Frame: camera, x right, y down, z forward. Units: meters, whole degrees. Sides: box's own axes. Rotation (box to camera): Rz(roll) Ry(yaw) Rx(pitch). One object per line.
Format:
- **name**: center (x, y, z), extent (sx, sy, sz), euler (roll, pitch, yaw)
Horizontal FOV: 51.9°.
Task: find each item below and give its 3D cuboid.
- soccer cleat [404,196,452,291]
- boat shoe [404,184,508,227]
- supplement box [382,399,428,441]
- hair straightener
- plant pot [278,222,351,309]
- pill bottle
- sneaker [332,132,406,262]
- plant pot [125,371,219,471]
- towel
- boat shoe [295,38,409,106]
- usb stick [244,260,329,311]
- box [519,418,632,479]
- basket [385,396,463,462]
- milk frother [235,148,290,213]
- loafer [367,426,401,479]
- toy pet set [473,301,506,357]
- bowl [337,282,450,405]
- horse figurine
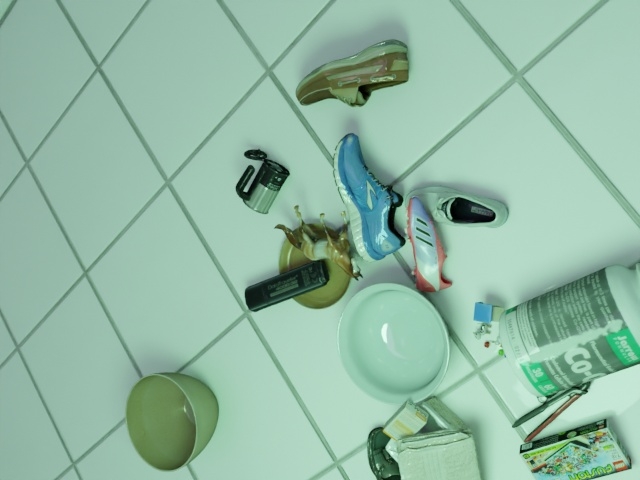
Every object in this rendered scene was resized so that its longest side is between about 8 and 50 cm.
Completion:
- **soccer cleat**: center (0.260, 0.010, 1.594), extent (0.095, 0.083, 0.248), euler (-6, 109, 13)
- **boat shoe**: center (0.314, -0.083, 1.575), extent (0.258, 0.084, 0.095), euler (7, 96, 30)
- **supplement box**: center (0.202, 0.432, 1.561), extent (0.062, 0.036, 0.098), euler (37, 119, 1)
- **hair straightener**: center (0.518, 0.360, 1.497), extent (0.089, 0.047, 0.230), euler (49, 120, 20)
- **plant pot**: center (-0.010, 0.070, 1.806), extent (0.236, 0.032, 0.236), euler (1, 93, 31)
- **pill bottle**: center (0.576, 0.174, 1.365), extent (0.361, 0.204, 0.204), euler (-30, 78, 29)
- **sneaker**: center (0.135, -0.118, 1.673), extent (0.147, 0.130, 0.330), euler (-18, 90, 20)
- **plant pot**: center (-0.416, 0.523, 1.979), extent (0.284, 0.191, 0.284), euler (1, 93, 31)
- **towel**: center (0.290, 0.571, 1.558), extent (0.187, 0.049, 0.282), euler (-13, 112, 8)
- **boat shoe**: center (0.078, -0.400, 1.680), extent (0.324, 0.123, 0.116), euler (-16, 86, 32)
- **usb stick**: center (-0.098, 0.128, 1.817), extent (0.278, 0.045, 0.077), euler (-23, 74, 30)
- **box**: center (0.565, 0.481, 1.465), extent (0.207, 0.036, 0.114), euler (-30, 97, 29)
- **basket**: center (0.262, 0.483, 1.626), extent (0.113, 0.103, 0.167), euler (42, 113, 22)
- **milk frother**: center (-0.176, -0.174, 1.866), extent (0.135, 0.129, 0.143), euler (-58, 23, 19)
- **loafer**: center (0.188, 0.607, 1.663), extent (0.084, 0.096, 0.268), euler (132, 126, -72)
- **toy pet set**: center (0.386, 0.204, 1.524), extent (0.065, 0.122, 0.114), euler (5, 91, -11)
- **bowl**: center (0.199, 0.246, 1.633), extent (0.297, 0.134, 0.298), euler (2, 93, 30)
- **horse figurine**: center (0.000, 0.000, 1.713), extent (0.263, 0.066, 0.174), euler (8, 124, 42)
